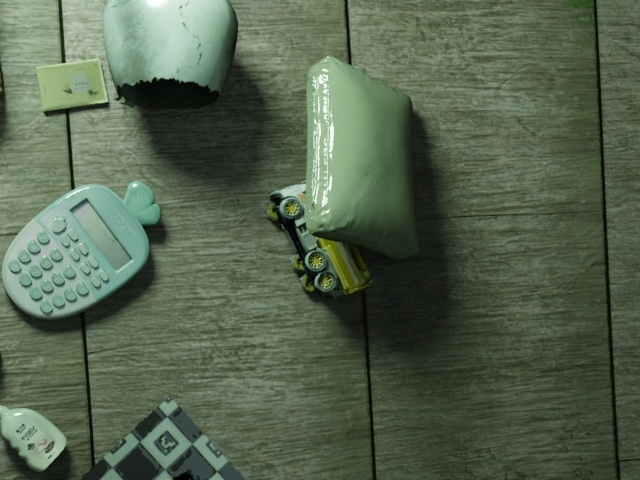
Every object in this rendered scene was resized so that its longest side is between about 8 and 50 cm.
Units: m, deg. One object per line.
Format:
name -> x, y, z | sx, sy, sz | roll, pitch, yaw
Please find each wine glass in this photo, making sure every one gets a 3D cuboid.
wine glass -> -0.252, -0.390, 1.867 | 0.238, 0.238, 0.323 | 4, 78, -15

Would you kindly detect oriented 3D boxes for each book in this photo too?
book -> -0.425, -0.266, 1.918 | 0.111, 0.014, 0.077 | -11, 91, -15

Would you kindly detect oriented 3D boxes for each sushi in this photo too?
sushi -> -0.270, 0.509, 1.894 | 0.359, 0.064, 0.343 | -43, 87, -6

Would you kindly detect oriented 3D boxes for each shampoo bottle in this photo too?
shampoo bottle -> -0.496, 0.309, 1.858 | 0.152, 0.045, 0.077 | 45, 78, -8

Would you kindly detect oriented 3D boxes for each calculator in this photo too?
calculator -> -0.399, 0.012, 1.901 | 0.295, 0.042, 0.184 | -37, 97, -11

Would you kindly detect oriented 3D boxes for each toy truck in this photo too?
toy truck -> 0.000, 0.000, 1.983 | 0.114, 0.098, 0.227 | -28, 97, -19

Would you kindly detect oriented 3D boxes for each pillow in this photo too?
pillow -> 0.075, -0.138, 1.944 | 0.255, 0.120, 0.322 | 19, 63, -44

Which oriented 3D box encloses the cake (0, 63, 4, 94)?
cake -> -0.552, -0.347, 1.841 | 0.135, 0.112, 0.246 | 23, 78, -16
